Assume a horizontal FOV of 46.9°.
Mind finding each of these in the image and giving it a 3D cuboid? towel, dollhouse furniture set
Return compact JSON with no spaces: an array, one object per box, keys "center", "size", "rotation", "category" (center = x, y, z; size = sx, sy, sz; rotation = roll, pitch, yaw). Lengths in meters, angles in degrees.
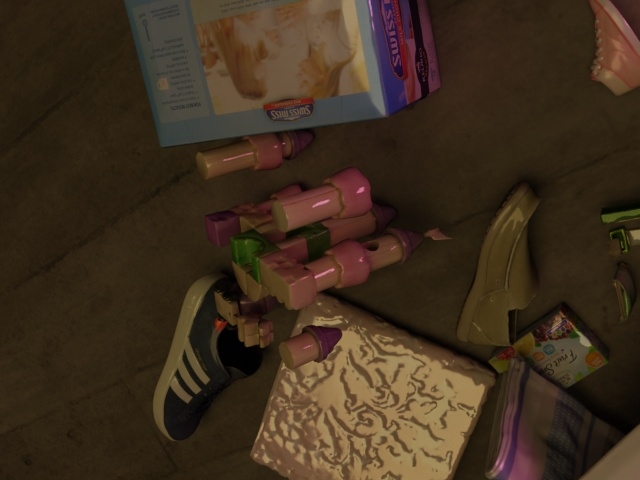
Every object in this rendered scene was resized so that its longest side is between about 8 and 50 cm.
[{"center":[0.077,0.284,1.201],"size":[0.332,0.053,0.317],"rotation":[23,101,17],"category":"towel"},{"center":[0.415,0.025,0.974],"size":[0.058,0.076,0.152],"rotation":[-10,103,29],"category":"dollhouse furniture set"},{"center":[0.353,0.307,1.004],"size":[0.285,0.209,0.034],"rotation":[36,134,-6],"category":"towel"}]

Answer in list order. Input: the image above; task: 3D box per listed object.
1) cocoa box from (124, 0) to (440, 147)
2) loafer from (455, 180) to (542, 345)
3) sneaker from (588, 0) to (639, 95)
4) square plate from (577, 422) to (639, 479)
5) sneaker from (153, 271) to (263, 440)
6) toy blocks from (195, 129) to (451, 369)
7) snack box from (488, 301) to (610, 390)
[{"center":[-0.047,-0.271,0.996],"size":[0.347,0.228,0.231],"rotation":[-3,107,26],"category":"cocoa box"},{"center":[0.268,0.042,1.042],"size":[0.092,0.102,0.268],"rotation":[21,125,16],"category":"loafer"},{"center":[0.356,-0.241,0.919],"size":[0.070,0.051,0.134],"rotation":[-34,96,26],"category":"sneaker"},{"center":[0.529,0.255,0.900],"size":[0.347,0.049,0.344],"rotation":[16,124,-25],"category":"square plate"},{"center":[-0.188,0.235,1.304],"size":[0.148,0.131,0.350],"rotation":[27,117,20],"category":"sneaker"},{"center":[0.000,0.000,1.095],"size":[0.288,0.260,0.309],"rotation":[33,134,48],"category":"toy blocks"},{"center":[0.335,0.171,1.087],"size":[0.100,0.037,0.141],"rotation":[47,121,1],"category":"snack box"}]
